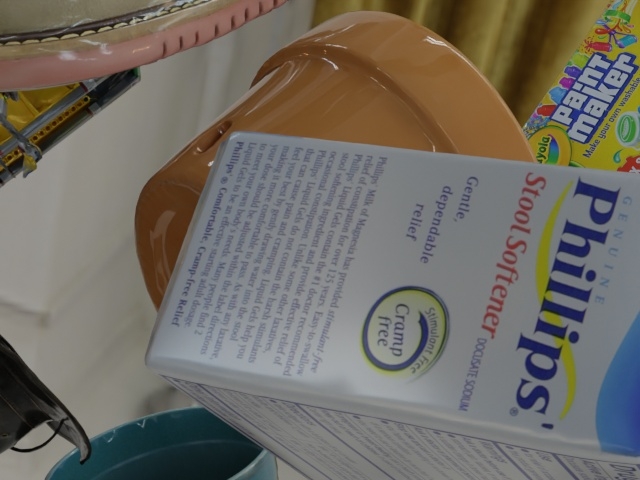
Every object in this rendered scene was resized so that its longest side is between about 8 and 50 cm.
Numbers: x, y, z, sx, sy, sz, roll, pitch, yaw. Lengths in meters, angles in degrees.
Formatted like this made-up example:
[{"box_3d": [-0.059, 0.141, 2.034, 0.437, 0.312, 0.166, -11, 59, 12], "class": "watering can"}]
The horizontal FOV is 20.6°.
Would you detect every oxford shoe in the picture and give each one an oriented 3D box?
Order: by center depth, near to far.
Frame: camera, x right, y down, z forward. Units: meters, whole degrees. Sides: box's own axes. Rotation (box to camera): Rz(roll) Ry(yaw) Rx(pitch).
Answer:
[{"box_3d": [-0.060, -0.192, 0.761, 0.141, 0.146, 0.397, -1, 32, 23], "class": "oxford shoe"}]

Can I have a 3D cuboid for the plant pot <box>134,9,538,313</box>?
[{"box_3d": [0.000, 0.000, 1.302, 0.203, 0.290, 0.291, -29, 45, -31], "class": "plant pot"}]

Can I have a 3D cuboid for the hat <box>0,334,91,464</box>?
[{"box_3d": [-0.387, 0.155, 1.917, 0.134, 0.331, 0.331, -37, 45, -12], "class": "hat"}]

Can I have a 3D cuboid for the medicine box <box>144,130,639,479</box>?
[{"box_3d": [0.100, 0.072, 0.988, 0.289, 0.149, 0.263, 8, -20, 29], "class": "medicine box"}]

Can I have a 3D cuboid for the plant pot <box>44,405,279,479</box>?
[{"box_3d": [-0.159, 0.365, 2.046, 0.272, 0.255, 0.271, -12, 17, 4], "class": "plant pot"}]

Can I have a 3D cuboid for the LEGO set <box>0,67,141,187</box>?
[{"box_3d": [-0.259, -0.151, 1.189, 0.255, 0.192, 0.331, 52, -9, -5], "class": "LEGO set"}]

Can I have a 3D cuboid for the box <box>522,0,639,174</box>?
[{"box_3d": [0.331, -0.048, 1.520, 0.279, 0.177, 0.290, 24, 59, 21], "class": "box"}]
